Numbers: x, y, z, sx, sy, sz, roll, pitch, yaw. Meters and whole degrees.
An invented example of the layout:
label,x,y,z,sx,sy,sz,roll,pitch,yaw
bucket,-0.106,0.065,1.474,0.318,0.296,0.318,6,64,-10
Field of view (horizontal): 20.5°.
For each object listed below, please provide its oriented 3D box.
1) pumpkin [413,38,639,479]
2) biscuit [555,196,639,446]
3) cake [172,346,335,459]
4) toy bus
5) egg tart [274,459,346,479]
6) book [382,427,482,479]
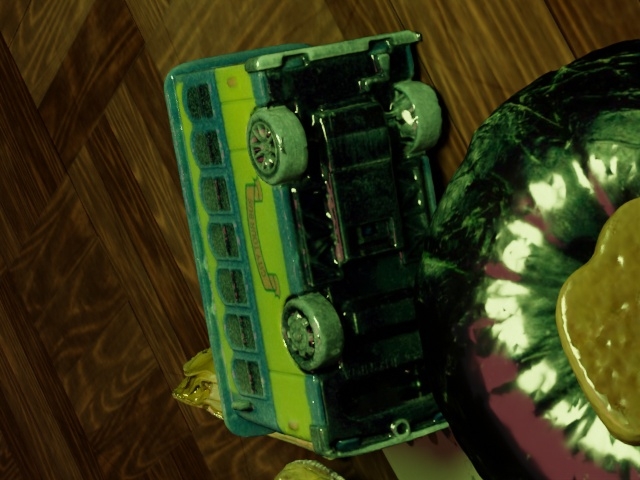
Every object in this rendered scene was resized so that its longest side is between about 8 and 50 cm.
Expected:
label,x,y,z,sx,sy,sz,roll,pitch,yaw
pumpkin,0.204,0.043,0.985,0.315,0.238,0.315,0,91,28
biscuit,0.258,-0.015,0.822,0.183,0.320,0.047,39,178,16
cake,-0.058,0.144,1.670,0.185,0.116,0.079,50,145,40
toy bus,0.000,0.000,1.388,0.190,0.152,0.312,1,103,60
egg tart,0.030,0.308,1.639,0.234,0.094,0.234,42,142,45
book,0.116,0.186,1.480,0.295,0.020,0.208,61,151,15
